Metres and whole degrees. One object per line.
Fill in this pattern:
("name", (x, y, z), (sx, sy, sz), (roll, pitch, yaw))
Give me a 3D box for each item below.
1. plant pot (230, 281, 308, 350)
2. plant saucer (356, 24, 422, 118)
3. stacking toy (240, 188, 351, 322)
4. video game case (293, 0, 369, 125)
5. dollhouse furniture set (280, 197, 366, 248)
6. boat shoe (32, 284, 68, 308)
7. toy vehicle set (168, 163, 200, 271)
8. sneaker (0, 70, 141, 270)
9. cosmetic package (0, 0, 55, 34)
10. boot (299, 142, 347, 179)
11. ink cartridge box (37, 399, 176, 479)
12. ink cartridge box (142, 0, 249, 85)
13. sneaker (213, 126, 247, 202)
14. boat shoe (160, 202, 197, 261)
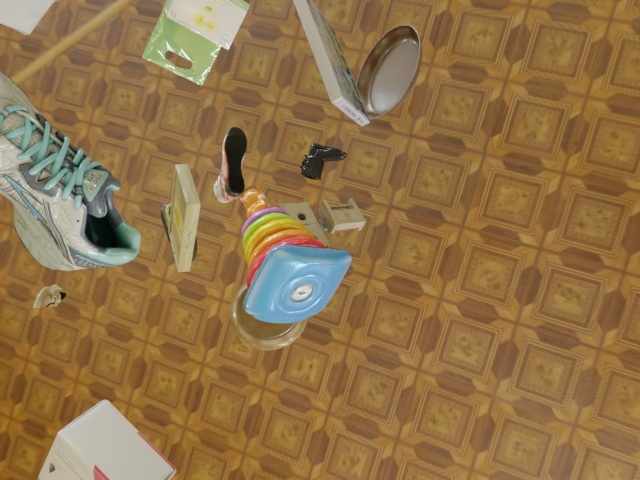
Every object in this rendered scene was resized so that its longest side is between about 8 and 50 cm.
("plant pot", (-0.152, 0.204, 1.444), (0.236, 0.032, 0.236), (0, 65, 0))
("plant saucer", (0.224, -0.534, 1.575), (0.310, 0.050, 0.311), (-28, 54, 48))
("stacking toy", (-0.092, -0.003, 0.938), (0.166, 0.175, 0.302), (-61, 42, 29))
("video game case", (0.035, -0.505, 1.376), (0.036, 0.300, 0.329), (-22, 83, 19))
("dollhouse furniture set", (0.000, 0.000, 1.098), (0.129, 0.183, 0.129), (63, 145, 31))
("boat shoe", (-0.685, 0.145, 1.243), (0.045, 0.135, 0.050), (23, 97, -10))
("toy vehicle set", (-0.386, -0.059, 1.370), (0.166, 0.035, 0.267), (64, 146, 37))
("sneaker", (-0.276, -0.076, 0.504), (0.122, 0.283, 0.110), (4, 51, 17))
("cosmetic package", (-0.494, -0.426, 0.593), (0.197, 0.365, 0.155), (-41, 83, 15))
("boot", (0.005, -0.220, 1.396), (0.121, 0.045, 0.099), (17, 79, 14))
("ink cartridge box", (-0.438, 0.492, 0.962), (0.207, 0.117, 0.283), (39, 117, 10))
("ink cartridge box", (-0.300, -0.505, 1.173), (0.235, 0.171, 0.056), (-59, 42, 16))
("sneaker", (-0.338, -0.272, 1.793), (0.145, 0.090, 0.270), (-24, 64, 53))
("boat shoe", (-0.472, -0.026, 1.616), (0.073, 0.080, 0.224), (14, 127, 36))
